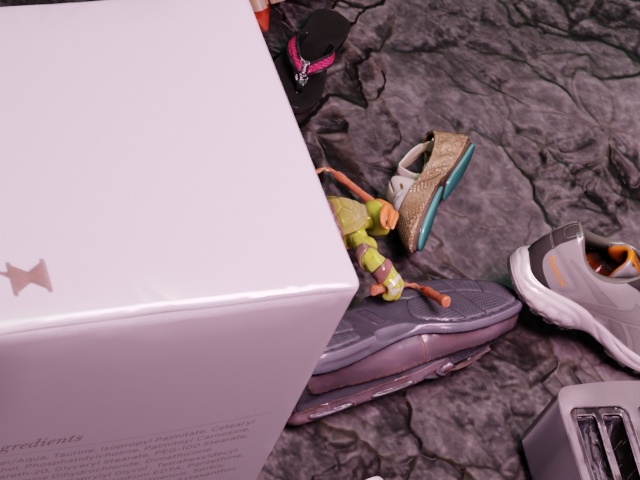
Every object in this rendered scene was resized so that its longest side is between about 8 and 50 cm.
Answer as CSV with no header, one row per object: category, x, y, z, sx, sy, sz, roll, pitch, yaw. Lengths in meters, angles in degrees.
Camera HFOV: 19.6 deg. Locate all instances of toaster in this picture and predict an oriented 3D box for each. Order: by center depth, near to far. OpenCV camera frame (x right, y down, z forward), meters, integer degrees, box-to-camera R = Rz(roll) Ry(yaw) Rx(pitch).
toaster,0.305,0.231,1.870,0.168,0.110,0.185,1,54,-20

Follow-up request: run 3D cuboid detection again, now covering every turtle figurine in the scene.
turtle figurine,0.000,0.000,1.918,0.217,0.087,0.269,-17,43,-22

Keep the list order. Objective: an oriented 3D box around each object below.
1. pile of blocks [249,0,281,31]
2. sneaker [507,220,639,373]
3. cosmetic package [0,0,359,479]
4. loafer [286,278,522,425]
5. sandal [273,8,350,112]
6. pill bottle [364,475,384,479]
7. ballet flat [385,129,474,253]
pile of blocks,-0.082,-0.302,2.157,0.362,0.149,0.112,-27,110,-24
sneaker,0.329,0.063,1.981,0.272,0.108,0.100,26,40,-30
cosmetic package,-0.214,0.036,1.645,0.328,0.393,0.329,-6,58,-24
loafer,0.074,0.112,1.907,0.303,0.095,0.109,-12,29,-32
sandal,-0.011,-0.216,2.139,0.067,0.040,0.179,25,50,0
pill bottle,0.078,0.317,1.721,0.112,0.112,0.186,-25,66,-33
ballet flat,0.109,-0.057,2.045,0.067,0.073,0.206,21,36,9
